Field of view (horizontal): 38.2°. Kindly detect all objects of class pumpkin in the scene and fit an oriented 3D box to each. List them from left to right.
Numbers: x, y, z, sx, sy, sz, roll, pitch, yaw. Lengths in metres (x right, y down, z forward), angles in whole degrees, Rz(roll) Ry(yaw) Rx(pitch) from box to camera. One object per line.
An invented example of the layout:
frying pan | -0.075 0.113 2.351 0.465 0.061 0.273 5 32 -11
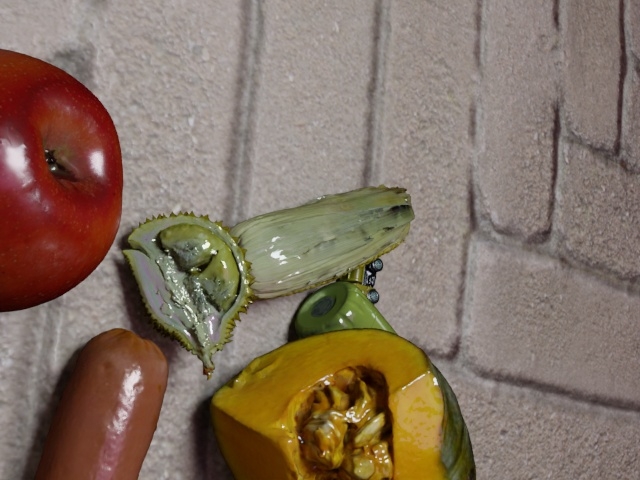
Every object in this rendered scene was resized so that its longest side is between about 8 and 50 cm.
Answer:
pumpkin | 0.030 0.254 1.164 0.303 0.256 0.225 -19 111 -7

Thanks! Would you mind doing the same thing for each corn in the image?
corn | 0.001 -0.004 1.262 0.305 0.123 0.122 -21 83 -40

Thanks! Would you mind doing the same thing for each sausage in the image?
sausage | -0.246 0.224 1.027 0.114 0.114 0.259 29 66 -38

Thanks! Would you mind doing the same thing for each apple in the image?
apple | -0.318 -0.061 0.897 0.260 0.217 0.260 24 62 -58

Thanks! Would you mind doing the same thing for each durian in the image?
durian | -0.147 0.065 1.126 0.102 0.147 0.208 50 26 -82

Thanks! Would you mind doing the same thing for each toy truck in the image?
toy truck | 0.055 0.064 1.370 0.054 0.049 0.083 20 68 -32

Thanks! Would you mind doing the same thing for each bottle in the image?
bottle | 0.076 0.178 1.330 0.260 0.112 0.112 50 54 -27
